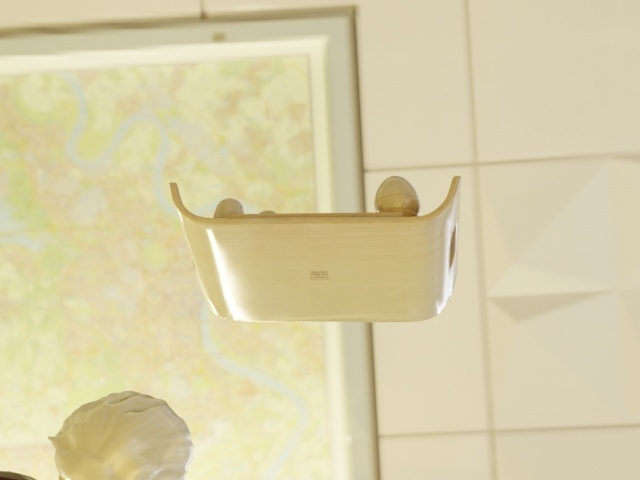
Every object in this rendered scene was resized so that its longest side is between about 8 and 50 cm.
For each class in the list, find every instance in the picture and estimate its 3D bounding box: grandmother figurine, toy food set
[{"bbox_3d":[-0.209,0.240,0.923,0.208,0.342,0.104,36,-164,-9],"label":"grandmother figurine"},{"bbox_3d":[0.000,0.000,1.458,0.306,0.092,0.219,0,149,4],"label":"toy food set"}]
